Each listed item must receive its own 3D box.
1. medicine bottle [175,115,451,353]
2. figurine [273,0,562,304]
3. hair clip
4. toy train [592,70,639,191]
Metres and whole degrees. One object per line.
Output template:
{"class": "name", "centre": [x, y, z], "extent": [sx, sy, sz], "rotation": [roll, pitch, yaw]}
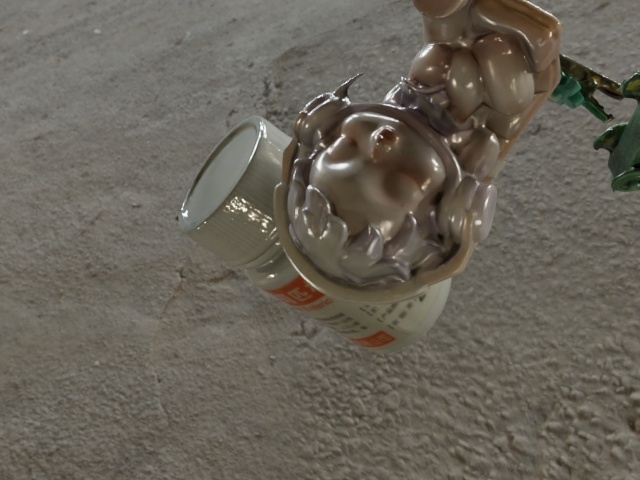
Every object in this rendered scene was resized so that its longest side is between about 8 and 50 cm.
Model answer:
{"class": "medicine bottle", "centre": [0.000, 0.000, 0.557], "extent": [0.144, 0.252, 0.144], "rotation": [-39, 29, 27]}
{"class": "figurine", "centre": [0.053, -0.054, 0.389], "extent": [0.162, 0.141, 0.236], "rotation": [46, 110, 23]}
{"class": "hair clip", "centre": [0.208, -0.171, 0.535], "extent": [0.173, 0.049, 0.049], "rotation": [42, 74, 10]}
{"class": "toy train", "centre": [0.228, -0.072, 0.362], "extent": [0.081, 0.122, 0.050], "rotation": [-9, 66, 9]}
